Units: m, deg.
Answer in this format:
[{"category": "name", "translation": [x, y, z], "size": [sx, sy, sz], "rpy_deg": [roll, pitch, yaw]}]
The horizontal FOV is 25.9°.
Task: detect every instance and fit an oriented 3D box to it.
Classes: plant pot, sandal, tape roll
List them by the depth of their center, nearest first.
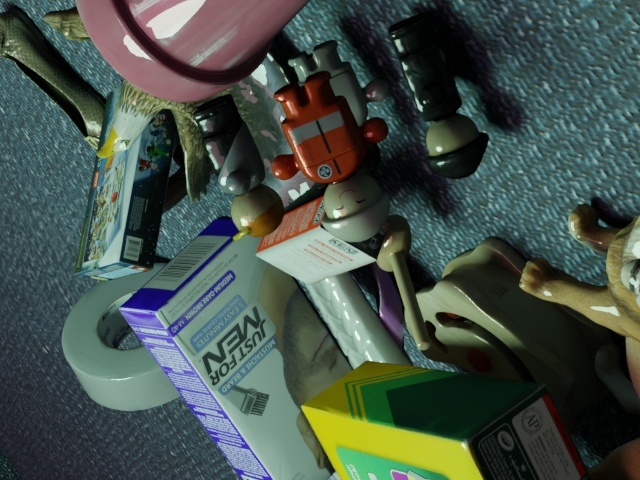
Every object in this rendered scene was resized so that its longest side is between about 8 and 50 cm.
[{"category": "plant pot", "translation": [-0.091, -0.244, 1.227], "size": [0.180, 0.201, 0.201], "rpy_deg": [-21, 111, 46]}, {"category": "sandal", "translation": [0.070, 0.086, 1.549], "size": [0.416, 0.102, 0.169], "rpy_deg": [58, 169, 5]}, {"category": "tape roll", "translation": [-0.248, 0.133, 1.954], "size": [0.219, 0.219, 0.072], "rpy_deg": [25, 148, 38]}]

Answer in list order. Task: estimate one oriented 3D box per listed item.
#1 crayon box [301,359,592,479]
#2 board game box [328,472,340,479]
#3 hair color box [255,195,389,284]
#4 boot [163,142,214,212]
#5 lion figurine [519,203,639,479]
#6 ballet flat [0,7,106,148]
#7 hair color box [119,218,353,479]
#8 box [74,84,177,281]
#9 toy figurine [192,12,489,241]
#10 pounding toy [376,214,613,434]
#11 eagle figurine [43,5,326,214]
[{"category": "crayon box", "translation": [0.165, 0.299, 1.334], "size": [0.363, 0.106, 0.313], "rpy_deg": [63, 157, -13]}, {"category": "board game box", "translation": [0.075, 0.344, 1.977], "size": [0.160, 0.039, 0.211], "rpy_deg": [53, 154, -13]}, {"category": "hair color box", "translation": [0.000, 0.000, 1.387], "size": [0.072, 0.043, 0.141], "rpy_deg": [30, 156, -21]}, {"category": "boot", "translation": [-0.183, -0.070, 1.683], "size": [0.106, 0.114, 0.037], "rpy_deg": [3, 134, 56]}, {"category": "lion figurine", "translation": [0.301, 0.111, 1.180], "size": [0.240, 0.142, 0.392], "rpy_deg": [23, 146, 44]}, {"category": "ballet flat", "translation": [-0.343, -0.194, 1.811], "size": [0.250, 0.058, 0.084], "rpy_deg": [50, 155, -7]}, {"category": "hair color box", "translation": [-0.082, 0.160, 1.780], "size": [0.110, 0.185, 0.339], "rpy_deg": [3, 132, 53]}, {"category": "box", "translation": [-0.225, -0.075, 1.634], "size": [0.044, 0.233, 0.159], "rpy_deg": [14, 168, -25]}, {"category": "toy figurine", "translation": [0.016, -0.089, 1.229], "size": [0.209, 0.213, 0.148], "rpy_deg": [-7, 112, 49]}, {"category": "pounding toy", "translation": [0.146, 0.102, 1.387], "size": [0.269, 0.155, 0.154], "rpy_deg": [41, 151, 17]}, {"category": "eagle figurine", "translation": [-0.140, -0.157, 1.442], "size": [0.225, 0.226, 0.298], "rpy_deg": [-31, 133, 30]}]
